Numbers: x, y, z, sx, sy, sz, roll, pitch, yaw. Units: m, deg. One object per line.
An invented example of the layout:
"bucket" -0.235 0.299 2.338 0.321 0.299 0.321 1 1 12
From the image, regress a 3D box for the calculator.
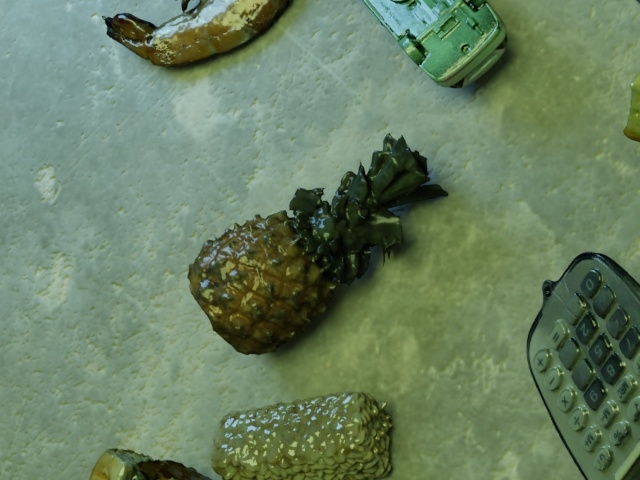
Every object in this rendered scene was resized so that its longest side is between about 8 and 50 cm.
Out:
"calculator" 0.254 0.134 1.460 0.268 0.040 0.177 58 141 29

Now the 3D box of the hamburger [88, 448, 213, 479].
"hamburger" -0.181 0.297 1.619 0.135 0.155 0.207 30 95 36

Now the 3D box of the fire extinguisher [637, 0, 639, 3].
"fire extinguisher" 0.334 -0.289 1.546 0.294 0.093 0.118 -36 77 51

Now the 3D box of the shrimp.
"shrimp" -0.156 -0.307 1.852 0.222 0.054 0.290 -41 68 9

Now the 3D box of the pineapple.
"pineapple" -0.001 -0.001 1.640 0.248 0.128 0.128 -36 61 8

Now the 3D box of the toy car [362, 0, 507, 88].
"toy car" 0.097 -0.234 1.692 0.090 0.076 0.224 -43 52 10

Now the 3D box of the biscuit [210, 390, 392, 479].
"biscuit" -0.018 0.188 1.615 0.168 0.070 0.082 -10 60 26

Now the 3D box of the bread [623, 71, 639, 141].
"bread" 0.437 -0.085 1.440 0.361 0.077 0.138 24 50 31
